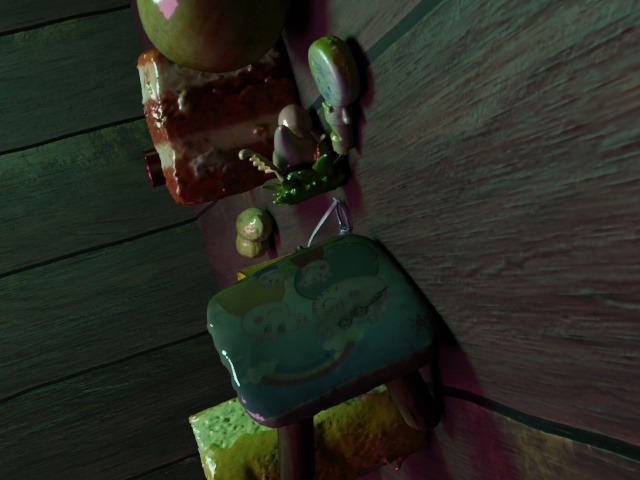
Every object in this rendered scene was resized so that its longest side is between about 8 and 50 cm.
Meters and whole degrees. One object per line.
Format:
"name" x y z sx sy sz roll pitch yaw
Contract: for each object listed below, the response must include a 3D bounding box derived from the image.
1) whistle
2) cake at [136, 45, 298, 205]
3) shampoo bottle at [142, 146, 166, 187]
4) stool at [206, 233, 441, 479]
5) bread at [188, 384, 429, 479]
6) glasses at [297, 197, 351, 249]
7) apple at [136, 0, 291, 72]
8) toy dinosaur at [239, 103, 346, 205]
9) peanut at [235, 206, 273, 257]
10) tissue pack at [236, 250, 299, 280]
"whistle" 0.030 -0.217 1.183 0.104 0.057 0.198 51 163 41
"cake" -0.203 -0.250 1.547 0.270 0.269 0.320 -162 54 -72
"shampoo bottle" -0.320 -0.220 2.027 0.064 0.260 0.102 -134 30 -58
"stool" 0.011 0.185 1.228 0.310 0.310 0.226 -123 14 -49
"bread" -0.021 0.345 1.364 0.236 0.375 0.165 -135 29 -56
"glasses" 0.000 0.000 1.423 0.062 0.103 0.140 -125 20 -45
"apple" -0.178 -0.406 1.293 0.234 0.256 0.257 -25 83 58
"toy dinosaur" -0.030 -0.165 1.346 0.194 0.152 0.177 -5 -106 -63
"peanut" -0.176 -0.019 2.061 0.103 0.098 0.229 27 156 6
"tissue pack" -0.025 0.169 1.549 0.145 0.194 0.275 15 122 68
